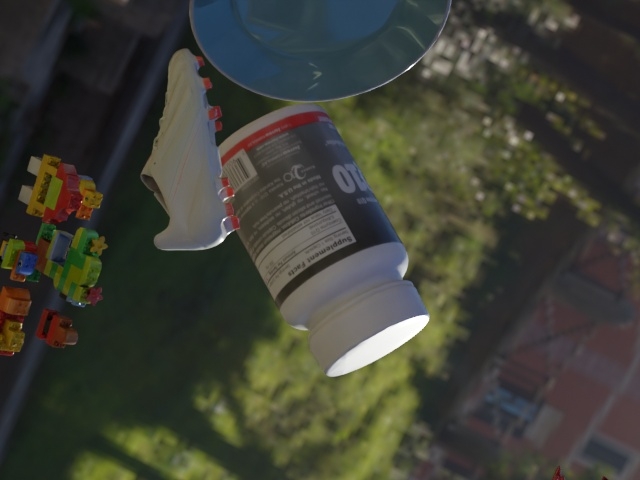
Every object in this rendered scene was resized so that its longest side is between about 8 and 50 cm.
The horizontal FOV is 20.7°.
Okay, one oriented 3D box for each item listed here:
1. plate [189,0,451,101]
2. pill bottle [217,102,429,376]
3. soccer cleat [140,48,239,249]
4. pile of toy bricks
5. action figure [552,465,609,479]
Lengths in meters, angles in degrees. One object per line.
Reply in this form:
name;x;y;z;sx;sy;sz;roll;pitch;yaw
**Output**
plate;0.000;-0.174;1.246;0.024;0.188;0.188;-99;-154;-42
pill bottle;0.000;0.000;2.001;0.161;0.283;0.161;-27;164;-8
soccer cleat;-0.121;-0.081;1.506;0.068;0.076;0.196;73;6;-61
pile of toy bricks;-0.256;0.029;1.769;0.118;0.105;0.212;9;102;-46
action figure;0.305;0.268;1.855;0.038;0.115;0.030;-112;-137;-75
